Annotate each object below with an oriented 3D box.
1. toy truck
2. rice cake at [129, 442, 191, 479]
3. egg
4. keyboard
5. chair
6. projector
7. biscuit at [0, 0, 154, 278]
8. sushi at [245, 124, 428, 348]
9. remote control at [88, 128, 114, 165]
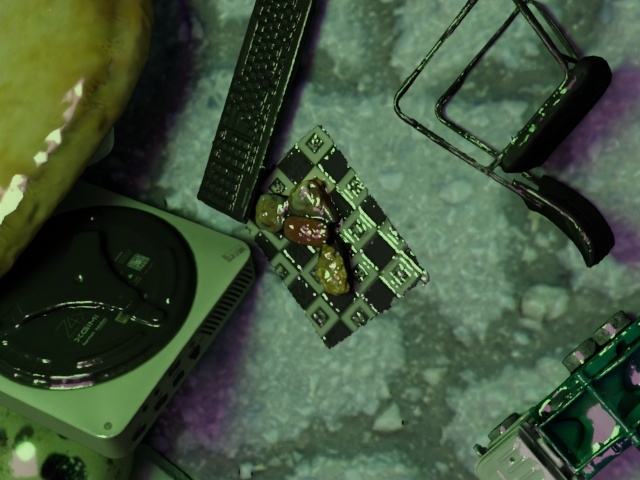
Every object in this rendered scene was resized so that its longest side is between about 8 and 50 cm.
[{"bbox_3d":[0.233,0.159,0.924,0.216,0.116,0.110,-45,75,20],"label":"toy truck"},{"bbox_3d":[-0.135,0.314,1.142,0.222,0.042,0.080,31,100,20],"label":"rice cake"},{"bbox_3d":[-0.295,0.221,1.131,0.228,0.177,0.177,14,100,63],"label":"egg"},{"bbox_3d":[-0.066,-0.145,1.090,0.087,0.017,0.250,28,104,39],"label":"keyboard"},{"bbox_3d":[0.200,-0.099,0.917,0.221,0.140,0.145,45,110,14],"label":"chair"},{"bbox_3d":[-0.237,0.063,1.076,0.259,0.257,0.079,20,146,22],"label":"projector"},{"bbox_3d":[-0.371,-0.189,1.137,0.429,0.104,0.446,34,87,35],"label":"biscuit"},{"bbox_3d":[0.000,0.000,1.070,0.139,0.031,0.201,-40,76,21],"label":"sushi"},{"bbox_3d":[-0.365,-0.103,1.208,0.313,0.055,0.109,-21,68,25],"label":"remote control"}]
